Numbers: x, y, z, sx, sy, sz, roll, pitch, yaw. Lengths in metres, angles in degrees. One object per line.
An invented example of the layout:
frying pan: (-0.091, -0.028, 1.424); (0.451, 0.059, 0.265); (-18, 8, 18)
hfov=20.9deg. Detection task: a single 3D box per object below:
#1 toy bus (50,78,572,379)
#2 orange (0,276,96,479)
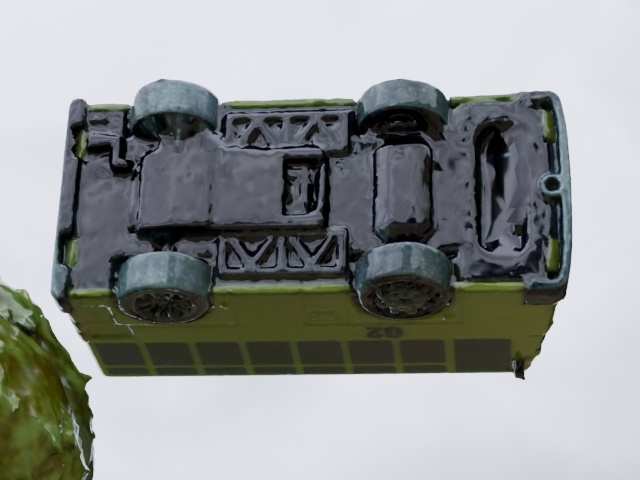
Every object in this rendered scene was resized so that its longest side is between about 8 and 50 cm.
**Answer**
toy bus: (0.000, 0.000, 0.933); (0.262, 0.128, 0.150); (-1, -27, 5)
orange: (-0.247, 0.120, 0.826); (0.301, 0.223, 0.300); (-10, 11, 19)
